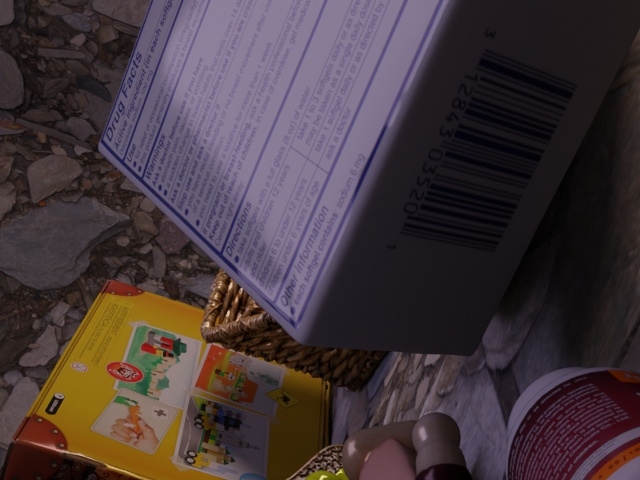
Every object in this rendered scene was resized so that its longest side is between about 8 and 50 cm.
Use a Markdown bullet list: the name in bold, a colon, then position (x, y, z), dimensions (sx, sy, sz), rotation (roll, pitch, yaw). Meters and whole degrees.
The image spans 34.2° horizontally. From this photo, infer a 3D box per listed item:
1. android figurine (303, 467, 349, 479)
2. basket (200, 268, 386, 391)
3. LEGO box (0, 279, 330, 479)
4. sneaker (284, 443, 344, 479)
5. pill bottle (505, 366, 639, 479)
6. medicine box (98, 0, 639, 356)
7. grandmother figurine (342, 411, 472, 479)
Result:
- **android figurine**: position (-0.036, 0.295, 0.938), dimensions (0.273, 0.056, 0.248), rotation (-38, -19, -39)
- **basket**: position (0.000, 0.000, 1.304), dimensions (0.213, 0.223, 0.299), rotation (117, 172, -54)
- **LEGO box**: position (-0.191, 0.278, 1.412), dimensions (0.500, 0.373, 0.193), rotation (-84, 14, -71)
- **sneaker**: position (-0.037, 0.291, 1.084), dimensions (0.192, 0.064, 0.086), rotation (-23, -43, -31)
- **pill bottle**: position (0.123, 0.100, 0.417), dimensions (0.152, 0.086, 0.086), rotation (-113, 43, -81)
- **medicine box**: position (0.015, -0.111, 0.665), dimensions (0.289, 0.149, 0.263), rotation (39, 112, 45)
- **grandmother figurine**: position (0.069, 0.203, 0.595), dimensions (0.342, 0.104, 0.207), rotation (-118, 20, -79)
